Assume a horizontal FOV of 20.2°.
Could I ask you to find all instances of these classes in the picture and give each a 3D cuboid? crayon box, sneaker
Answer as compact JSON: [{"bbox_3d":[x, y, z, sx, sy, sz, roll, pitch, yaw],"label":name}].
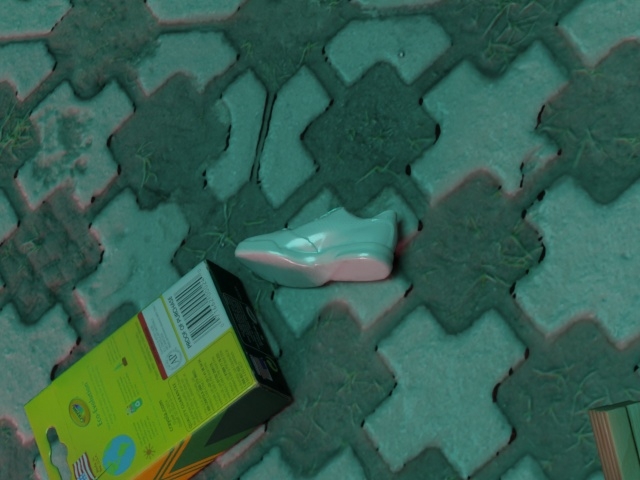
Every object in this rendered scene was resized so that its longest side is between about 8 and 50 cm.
[{"bbox_3d":[-0.206,0.198,2.205,0.318,0.081,0.202,-37,53,16],"label":"crayon box"},{"bbox_3d":[0.000,0.000,2.159,0.212,0.080,0.094,-1,58,28],"label":"sneaker"}]

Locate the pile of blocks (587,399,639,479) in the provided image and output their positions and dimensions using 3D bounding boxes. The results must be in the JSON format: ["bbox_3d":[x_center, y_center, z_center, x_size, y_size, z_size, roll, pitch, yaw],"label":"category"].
[{"bbox_3d":[0.367,0.307,1.740,0.113,0.149,0.362,-13,63,-2],"label":"pile of blocks"}]
